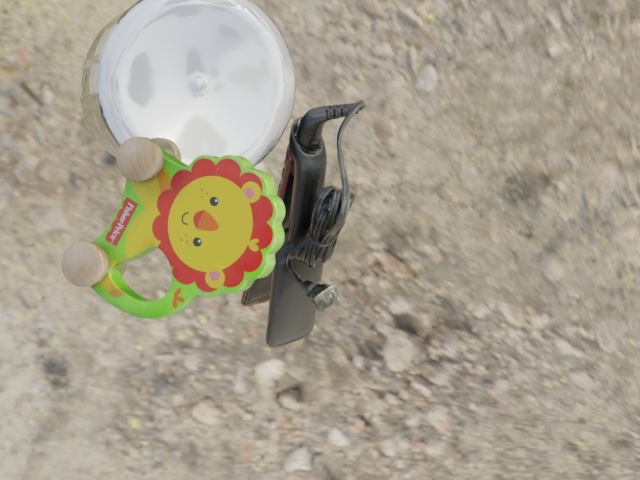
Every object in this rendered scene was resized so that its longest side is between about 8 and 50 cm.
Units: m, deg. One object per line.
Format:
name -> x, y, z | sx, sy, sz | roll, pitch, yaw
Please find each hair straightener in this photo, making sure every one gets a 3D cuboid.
hair straightener -> 0.000, 0.000, 0.885 | 0.047, 0.230, 0.089 | -15, 56, -29

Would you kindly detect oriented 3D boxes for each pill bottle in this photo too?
pill bottle -> -0.106, -0.110, 0.964 | 0.130, 0.246, 0.130 | -1, 96, -14

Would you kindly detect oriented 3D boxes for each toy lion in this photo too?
toy lion -> -0.069, -0.002, 0.682 | 0.096, 0.034, 0.100 | 32, 100, 14
